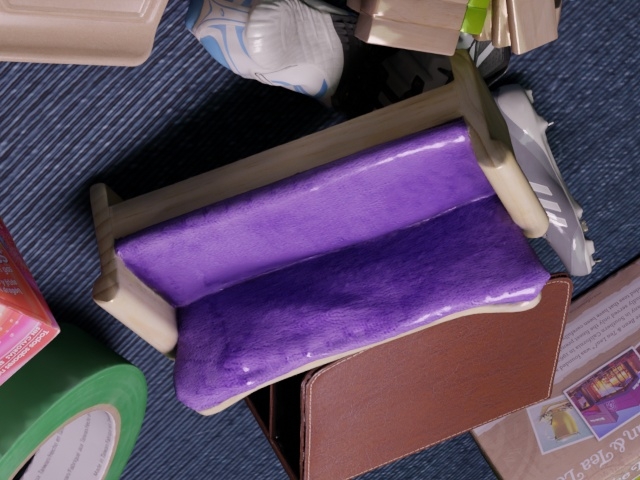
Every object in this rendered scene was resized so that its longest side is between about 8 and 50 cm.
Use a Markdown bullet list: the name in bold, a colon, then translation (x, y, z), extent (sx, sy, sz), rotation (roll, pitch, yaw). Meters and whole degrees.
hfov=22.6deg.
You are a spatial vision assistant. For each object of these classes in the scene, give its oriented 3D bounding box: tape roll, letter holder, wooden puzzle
- **tape roll**: translation (-0.283, 0.227, 1.439), extent (0.321, 0.077, 0.321), rotation (-51, 163, -22)
- **letter holder**: translation (0.084, 0.096, 1.636), extent (0.301, 0.152, 0.214), rotation (-20, 141, -19)
- **wooden puzzle**: translation (-0.183, -0.234, 1.118), extent (0.221, 0.044, 0.239), rotation (-2, 131, -36)

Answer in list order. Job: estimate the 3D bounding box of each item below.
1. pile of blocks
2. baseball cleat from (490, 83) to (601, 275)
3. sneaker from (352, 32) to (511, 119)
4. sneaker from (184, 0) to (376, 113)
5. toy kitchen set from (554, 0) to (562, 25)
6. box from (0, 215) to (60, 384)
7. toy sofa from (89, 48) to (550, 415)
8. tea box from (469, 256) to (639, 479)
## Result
- **pile of blocks**: translation (0.164, -0.248, 1.292), extent (0.362, 0.112, 0.149), rotation (-21, 123, -21)
- **baseball cleat**: translation (0.192, -0.047, 1.556), extent (0.109, 0.072, 0.206), rotation (-23, 101, 0)
- **sneaker**: translation (0.114, -0.151, 1.417), extent (0.106, 0.078, 0.234), rotation (4, 129, -38)
- **sneaker**: translation (-0.025, -0.162, 1.310), extent (0.237, 0.086, 0.085), rotation (17, 94, -62)
- **toy kitchen set**: translation (0.217, -0.229, 1.411), extent (0.075, 0.068, 0.083), rotation (-22, 145, -15)
- **box**: translation (-0.377, 0.092, 1.262), extent (0.300, 0.154, 0.142), rotation (-42, 145, 10)
- **toy sofa**: translation (0.000, 0.000, 1.338), extent (0.362, 0.177, 0.150), rotation (-19, 151, 13)
- **tea box**: translation (0.373, 0.230, 1.965), extent (0.329, 0.220, 0.323), rotation (-33, 146, -1)
